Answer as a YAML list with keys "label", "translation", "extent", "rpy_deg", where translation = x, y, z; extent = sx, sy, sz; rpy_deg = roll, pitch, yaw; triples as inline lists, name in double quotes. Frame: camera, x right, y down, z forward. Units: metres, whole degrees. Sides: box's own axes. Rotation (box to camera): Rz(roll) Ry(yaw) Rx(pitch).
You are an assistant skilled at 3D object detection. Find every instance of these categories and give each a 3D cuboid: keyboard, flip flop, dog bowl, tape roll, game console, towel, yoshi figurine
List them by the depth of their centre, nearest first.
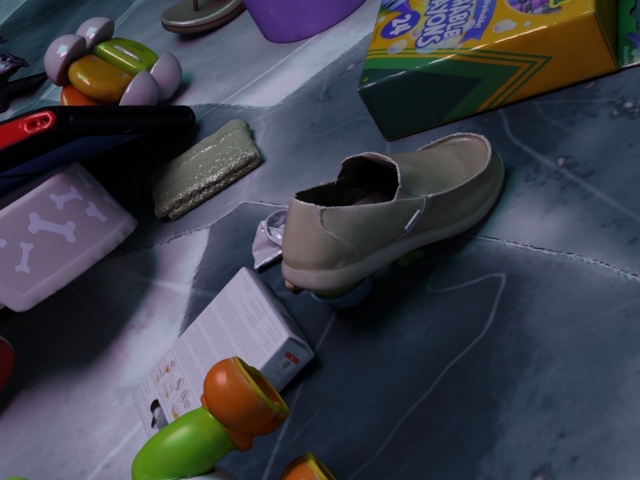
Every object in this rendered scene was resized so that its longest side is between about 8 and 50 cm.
- label: "yoshi figurine"
  translation: [-0.161, 0.255, 0.938]
  extent: [0.362, 0.203, 0.203]
  rpy_deg: [-37, 40, 0]
- label: "dog bowl"
  translation: [-0.382, 0.027, 1.399]
  extent: [0.348, 0.102, 0.349]
  rpy_deg: [-29, 12, 7]
- label: "game console"
  translation: [-0.367, -0.092, 1.506]
  extent: [0.342, 0.060, 0.386]
  rpy_deg: [-16, 2, 18]
- label: "towel"
  translation: [-0.143, -0.088, 1.510]
  extent: [0.148, 0.027, 0.110]
  rpy_deg: [-31, 34, 4]
- label: "tape roll"
  translation: [-0.019, -0.363, 1.712]
  extent: [0.189, 0.080, 0.189]
  rpy_deg: [-22, 34, 16]
- label: "flip flop"
  translation: [-0.120, -0.398, 1.841]
  extent: [0.277, 0.080, 0.112]
  rpy_deg: [-27, 33, 9]
- label: "keyboard"
  translation: [-0.539, -0.235, 2.044]
  extent: [0.192, 0.038, 0.100]
  rpy_deg: [-9, 17, 34]

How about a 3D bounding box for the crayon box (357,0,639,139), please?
- label: "crayon box"
  translation: [0.212, -0.242, 1.357]
  extent: [0.323, 0.083, 0.203]
  rpy_deg: [-15, 37, 26]

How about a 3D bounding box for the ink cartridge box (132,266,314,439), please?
- label: "ink cartridge box"
  translation: [-0.097, 0.130, 1.196]
  extent: [0.179, 0.045, 0.145]
  rpy_deg: [-50, 33, 8]

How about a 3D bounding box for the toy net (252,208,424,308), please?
- label: "toy net"
  translation: [0.000, 0.000, 1.258]
  extent: [0.122, 0.045, 0.232]
  rpy_deg: [-43, 34, -14]

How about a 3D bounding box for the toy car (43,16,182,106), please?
- label: "toy car"
  translation: [-0.293, -0.213, 1.710]
  extent: [0.136, 0.159, 0.182]
  rpy_deg: [-64, -5, 33]

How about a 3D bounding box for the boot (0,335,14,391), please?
- label: "boot"
  translation: [-0.376, 0.213, 1.271]
  extent: [0.176, 0.088, 0.244]
  rpy_deg: [16, 63, 48]

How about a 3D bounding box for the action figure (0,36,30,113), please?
- label: "action figure"
  translation: [-0.501, -0.155, 1.801]
  extent: [0.164, 0.141, 0.276]
  rpy_deg: [36, 111, 29]

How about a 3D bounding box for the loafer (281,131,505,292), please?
- label: "loafer"
  translation: [0.073, -0.044, 1.160]
  extent: [0.268, 0.092, 0.102]
  rpy_deg: [-32, 38, -33]
